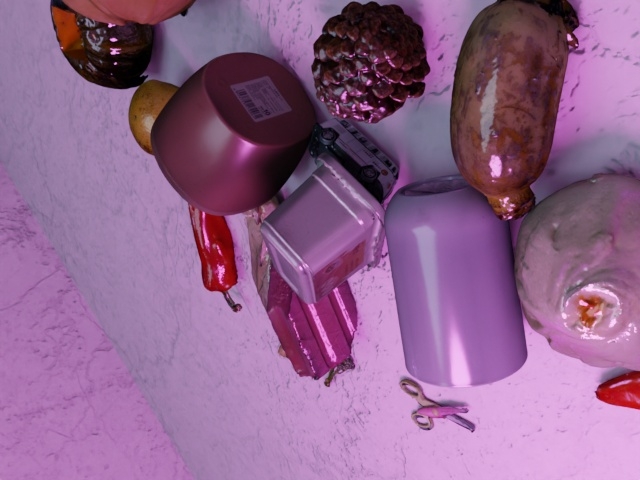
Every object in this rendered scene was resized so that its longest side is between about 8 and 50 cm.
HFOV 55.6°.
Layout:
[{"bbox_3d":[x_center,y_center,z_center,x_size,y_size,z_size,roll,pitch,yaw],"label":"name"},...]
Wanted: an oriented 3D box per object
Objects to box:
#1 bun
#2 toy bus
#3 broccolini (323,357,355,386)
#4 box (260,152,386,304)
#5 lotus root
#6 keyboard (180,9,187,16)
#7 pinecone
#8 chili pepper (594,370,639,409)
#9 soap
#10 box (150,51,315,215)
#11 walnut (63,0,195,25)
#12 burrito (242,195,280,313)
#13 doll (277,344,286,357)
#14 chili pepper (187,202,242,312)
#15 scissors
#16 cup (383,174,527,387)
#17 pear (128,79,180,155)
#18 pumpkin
[{"bbox_3d":[0.384,0.067,0.831,0.293,0.187,0.293,31,137,34],"label":"bun"},{"bbox_3d":[0.067,-0.149,1.147,0.194,0.089,0.087,45,149,20],"label":"toy bus"},{"bbox_3d":[0.031,0.339,1.546,0.054,0.052,0.194,54,144,16],"label":"broccolini"},{"bbox_3d":[0.000,0.000,1.155,0.175,0.182,0.312,47,169,16],"label":"box"},{"bbox_3d":[0.254,-0.176,0.827,0.173,0.173,0.309,18,114,43],"label":"lotus root"},{"bbox_3d":[-0.369,-0.623,1.425,0.204,0.013,0.061,55,143,10],"label":"keyboard"},{"bbox_3d":[0.074,-0.277,0.982,0.204,0.179,0.184,126,149,-57],"label":"pinecone"},{"bbox_3d":[0.491,0.233,0.922,0.169,0.064,0.088,-19,82,59],"label":"chili pepper"},{"bbox_3d":[-0.023,0.148,1.379,0.112,0.182,0.289,-2,115,50],"label":"soap"},{"bbox_3d":[-0.167,-0.223,1.221,0.301,0.301,0.216,56,139,7],"label":"box"},{"bbox_3d":[-0.380,-0.620,1.198,0.383,0.383,0.384,29,133,36],"label":"walnut"},{"bbox_3d":[-0.123,0.031,1.478,0.175,0.107,0.348,-133,31,-73],"label":"burrito"},{"bbox_3d":[-0.099,0.270,1.656,0.061,0.051,0.093,-13,101,59],"label":"doll"},{"bbox_3d":[-0.295,0.028,1.687,0.110,0.110,0.388,16,124,44],"label":"chili pepper"},{"bbox_3d":[0.255,0.373,1.325,0.187,0.020,0.134,-2,115,53],"label":"scissors"},{"bbox_3d":[0.220,0.059,0.997,0.205,0.205,0.312,7,113,48],"label":"cup"},{"bbox_3d":[-0.376,-0.293,1.494,0.197,0.197,0.197,29,133,36],"label":"pear"},{"bbox_3d":[-0.560,-0.547,1.554,0.320,0.192,0.321,31,134,38],"label":"pumpkin"}]
